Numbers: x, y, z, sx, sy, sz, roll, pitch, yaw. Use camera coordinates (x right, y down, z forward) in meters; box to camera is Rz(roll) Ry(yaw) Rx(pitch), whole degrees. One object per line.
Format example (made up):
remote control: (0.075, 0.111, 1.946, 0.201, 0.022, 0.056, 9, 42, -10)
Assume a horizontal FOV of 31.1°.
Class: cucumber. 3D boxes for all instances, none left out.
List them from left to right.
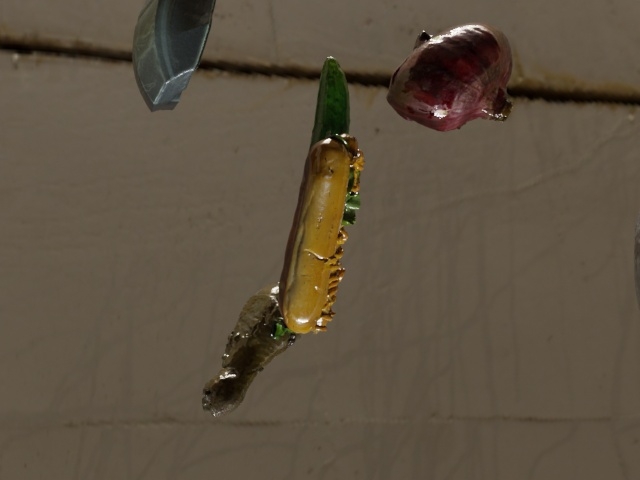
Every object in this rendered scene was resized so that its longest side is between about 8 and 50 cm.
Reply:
cucumber: (0.008, -0.092, 1.094, 0.039, 0.039, 0.168, 10, -100, -9)

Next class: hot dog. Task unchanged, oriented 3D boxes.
hot dog: (0.000, 0.000, 0.988, 0.055, 0.072, 0.188, 11, -83, 0)

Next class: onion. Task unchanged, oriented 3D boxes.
onion: (0.184, -0.221, 1.471, 0.151, 0.098, 0.206, 31, -136, 17)

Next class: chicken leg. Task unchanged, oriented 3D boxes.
chicken leg: (-0.076, 0.122, 1.315, 0.085, 0.069, 0.198, 15, -130, 27)

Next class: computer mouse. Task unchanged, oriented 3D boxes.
computer mouse: (-0.160, -0.244, 1.244, 0.071, 0.126, 0.231, 17, -117, -15)

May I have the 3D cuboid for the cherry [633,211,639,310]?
cherry: (0.448, 0.025, 1.235, 0.218, 0.255, 0.296, -6, -131, 22)
